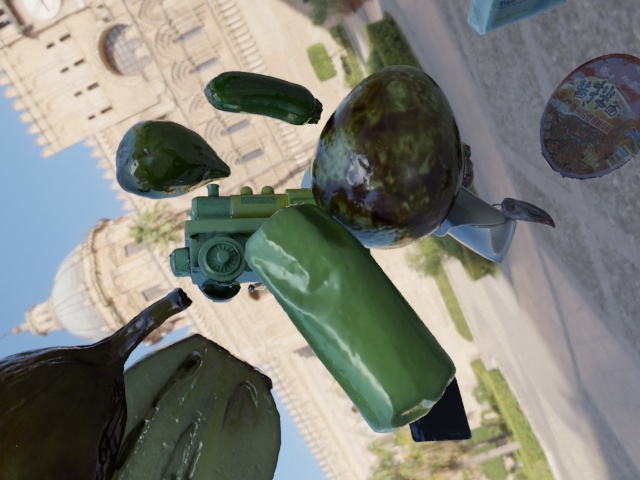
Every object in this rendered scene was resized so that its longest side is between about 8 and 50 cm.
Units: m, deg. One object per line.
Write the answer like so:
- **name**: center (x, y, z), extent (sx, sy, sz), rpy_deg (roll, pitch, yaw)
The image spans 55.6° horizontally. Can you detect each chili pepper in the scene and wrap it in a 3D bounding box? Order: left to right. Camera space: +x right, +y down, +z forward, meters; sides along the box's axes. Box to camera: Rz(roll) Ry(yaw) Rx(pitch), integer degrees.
- **chili pepper**: center (0.474, -0.067, 1.415), extent (0.153, 0.050, 0.041), rpy_deg (23, 176, 34)

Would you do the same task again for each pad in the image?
- **pad**: center (0.203, 0.305, 1.094), extent (0.003, 0.157, 0.112), rpy_deg (-4, -106, -34)

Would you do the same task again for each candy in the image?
- **candy**: center (0.038, 0.101, 0.852), extent (0.132, 0.142, 0.343), rpy_deg (-22, -113, -47)

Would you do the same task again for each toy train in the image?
- **toy train**: center (-0.092, -0.016, 1.121), extent (0.150, 0.369, 0.237), rpy_deg (124, 142, -69)

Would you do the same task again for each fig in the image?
- **fig**: center (-0.238, 0.180, 0.617), extent (0.191, 0.290, 0.191), rpy_deg (55, 163, 26)
- **fig**: center (-0.303, -0.171, 1.240), extent (0.167, 0.233, 0.167), rpy_deg (165, 90, -76)

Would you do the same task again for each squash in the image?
- **squash**: center (-0.090, -0.237, 1.014), extent (0.219, 0.068, 0.077), rpy_deg (6, -121, -33)

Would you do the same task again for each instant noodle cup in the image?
- **instant noodle cup**: center (0.600, -0.246, 1.271), extent (0.090, 0.274, 0.274), rpy_deg (15, -138, -32)

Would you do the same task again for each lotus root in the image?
- **lotus root**: center (-0.191, 0.262, 0.851), extent (0.149, 0.267, 0.260), rpy_deg (147, 142, -77)

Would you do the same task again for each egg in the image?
- **egg**: center (0.109, -0.127, 0.956), extent (0.238, 0.238, 0.289), rpy_deg (-79, 5, -73)

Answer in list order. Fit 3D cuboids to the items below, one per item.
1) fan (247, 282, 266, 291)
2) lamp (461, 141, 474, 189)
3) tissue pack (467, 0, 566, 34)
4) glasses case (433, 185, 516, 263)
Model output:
- **fan**: center (-0.145, 0.111, 1.462), extent (0.016, 0.038, 0.193), rpy_deg (32, -176, 7)
- **lamp**: center (0.274, -0.155, 1.490), extent (0.151, 0.223, 0.215), rpy_deg (39, -168, -30)
- **tissue pack**: center (0.502, -0.625, 1.484), extent (0.089, 0.263, 0.177), rpy_deg (57, 164, 30)
- **glasses case**: center (0.230, -0.064, 1.141), extent (0.308, 0.083, 0.128), rpy_deg (47, 160, 46)
